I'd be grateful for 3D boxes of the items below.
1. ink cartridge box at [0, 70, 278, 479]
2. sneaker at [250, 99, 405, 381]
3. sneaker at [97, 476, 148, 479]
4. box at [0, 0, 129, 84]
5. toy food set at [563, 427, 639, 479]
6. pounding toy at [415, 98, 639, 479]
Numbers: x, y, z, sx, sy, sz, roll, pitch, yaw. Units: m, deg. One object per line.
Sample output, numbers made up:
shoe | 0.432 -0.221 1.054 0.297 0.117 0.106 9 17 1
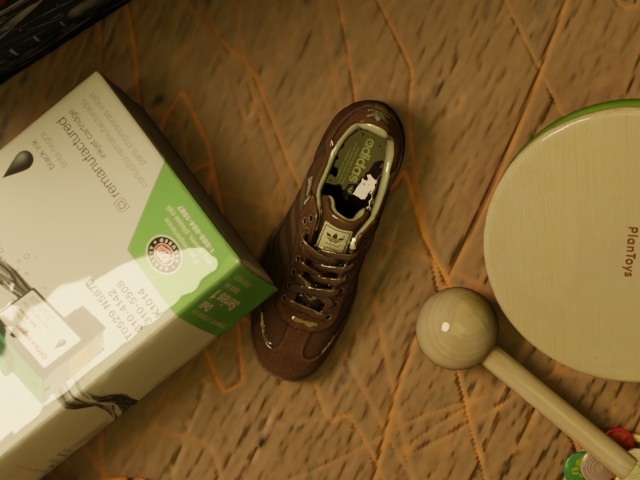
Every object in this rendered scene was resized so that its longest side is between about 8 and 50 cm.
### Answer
ink cartridge box | -0.165 0.031 1.225 0.219 0.092 0.160 -39 73 4
sneaker | 0.000 0.000 1.245 0.066 0.071 0.188 18 94 1
sneaker | -0.200 0.196 1.262 0.215 0.083 0.084 -13 95 4
box | -0.178 -0.215 1.101 0.312 0.343 0.179 -33 91 5
toy food set | 0.194 0.162 1.274 0.083 0.020 0.083 14 94 2
pounding toy | 0.183 0.003 1.235 0.183 0.110 0.237 30 118 -5
